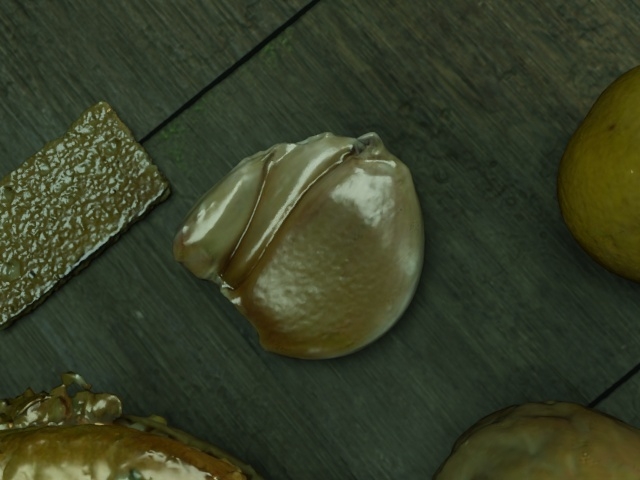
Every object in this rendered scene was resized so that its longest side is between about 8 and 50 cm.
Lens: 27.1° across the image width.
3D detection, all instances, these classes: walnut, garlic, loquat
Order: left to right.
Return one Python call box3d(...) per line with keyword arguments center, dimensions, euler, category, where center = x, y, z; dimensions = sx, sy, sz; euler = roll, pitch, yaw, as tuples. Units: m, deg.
box3d(center=(0.000, 0.000, 1.283), dimensions=(0.228, 0.110, 0.217), euler=(-42, 87, 11), category="garlic")
box3d(center=(0.214, 0.280, 1.112), dimensions=(0.285, 0.285, 0.297), euler=(-16, 83, 7), category="walnut")
box3d(center=(0.316, -0.059, 1.188), dimensions=(0.208, 0.208, 0.208), euler=(-2, 79, 10), category="loquat")

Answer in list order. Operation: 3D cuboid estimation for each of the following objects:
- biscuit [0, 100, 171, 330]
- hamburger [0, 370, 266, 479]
box3d(center=(-0.277, -0.025, 1.374), dimensions=(0.237, 0.026, 0.131), euler=(-40, 74, 2), category="biscuit")
box3d(center=(-0.268, 0.289, 1.189), dimensions=(0.445, 0.268, 0.287), euler=(-44, 77, 4), category="hamburger")
